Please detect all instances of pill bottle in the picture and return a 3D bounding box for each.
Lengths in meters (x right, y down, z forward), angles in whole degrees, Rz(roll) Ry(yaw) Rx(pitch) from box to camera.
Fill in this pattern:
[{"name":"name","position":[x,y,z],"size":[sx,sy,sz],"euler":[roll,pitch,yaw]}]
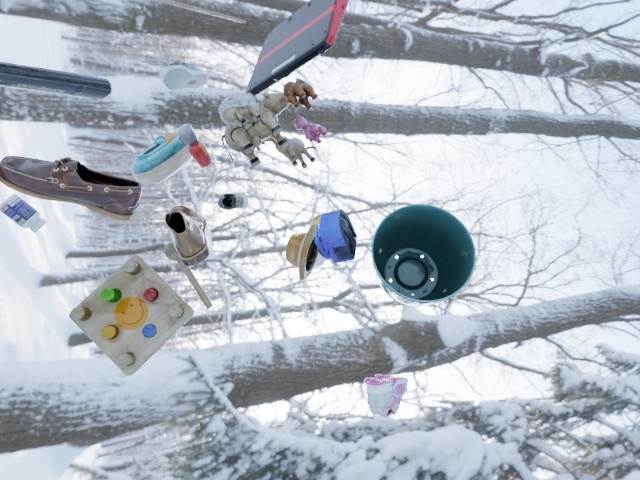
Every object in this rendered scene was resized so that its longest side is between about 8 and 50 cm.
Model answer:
[{"name":"pill bottle","position":[0.000,0.000,1.595],"size":[0.215,0.117,0.117],"euler":[-71,180,-51]},{"name":"pill bottle","position":[-0.914,-0.080,1.301],"size":[0.120,0.067,0.067],"euler":[47,-16,-24]}]

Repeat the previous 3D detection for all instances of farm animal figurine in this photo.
[{"name":"farm animal figurine","position":[-0.149,-0.347,1.271],"size":[0.172,0.326,0.330],"euler":[53,-23,24]}]

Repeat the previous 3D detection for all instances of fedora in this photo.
[{"name":"fedora","position":[-0.057,0.029,1.299],"size":[0.194,0.079,0.195],"euler":[16,90,-78]}]

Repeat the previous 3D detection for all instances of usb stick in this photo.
[{"name":"usb stick","position":[-0.597,-0.347,0.914],"size":[0.077,0.278,0.045],"euler":[4,-80,36]}]

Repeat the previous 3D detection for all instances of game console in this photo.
[{"name":"game console","position":[-0.076,-0.659,1.403],"size":[0.386,0.060,0.342],"euler":[-16,-128,40]}]

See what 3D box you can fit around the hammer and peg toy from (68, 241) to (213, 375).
[{"name":"hammer and peg toy","position":[-0.502,0.178,1.237],"size":[0.266,0.361,0.127],"euler":[44,-14,3]}]

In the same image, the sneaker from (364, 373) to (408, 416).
[{"name":"sneaker","position":[0.200,0.476,1.298],"size":[0.102,0.252,0.111],"euler":[-3,-103,30]}]

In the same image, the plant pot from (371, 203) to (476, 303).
[{"name":"plant pot","position":[0.295,0.071,1.296],"size":[0.235,0.292,0.293],"euler":[82,-9,-69]}]

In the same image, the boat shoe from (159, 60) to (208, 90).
[{"name":"boat shoe","position":[-0.437,-0.516,1.313],"size":[0.070,0.219,0.078],"euler":[42,-68,1]}]

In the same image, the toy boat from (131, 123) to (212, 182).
[{"name":"toy boat","position":[-0.514,-0.318,1.479],"size":[0.318,0.267,0.148],"euler":[0,-49,38]}]

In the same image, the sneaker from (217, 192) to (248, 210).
[{"name":"sneaker","position":[-0.341,-0.146,1.564],"size":[0.170,0.074,0.063],"euler":[6,-90,45]}]

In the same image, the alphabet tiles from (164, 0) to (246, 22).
[{"name":"alphabet tiles","position":[-0.336,-0.643,1.183],"size":[0.198,0.237,0.009],"euler":[48,-50,53]}]

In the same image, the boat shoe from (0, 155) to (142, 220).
[{"name":"boat shoe","position":[-0.399,-0.099,0.685],"size":[0.073,0.206,0.073],"euler":[-57,-150,31]}]

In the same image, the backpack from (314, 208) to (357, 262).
[{"name":"backpack","position":[0.035,-0.012,1.066],"size":[0.098,0.101,0.120],"euler":[-87,159,-47]}]

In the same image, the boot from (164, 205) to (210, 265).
[{"name":"boot","position":[-0.383,-0.052,1.176],"size":[0.305,0.112,0.115],"euler":[44,-20,55]}]
